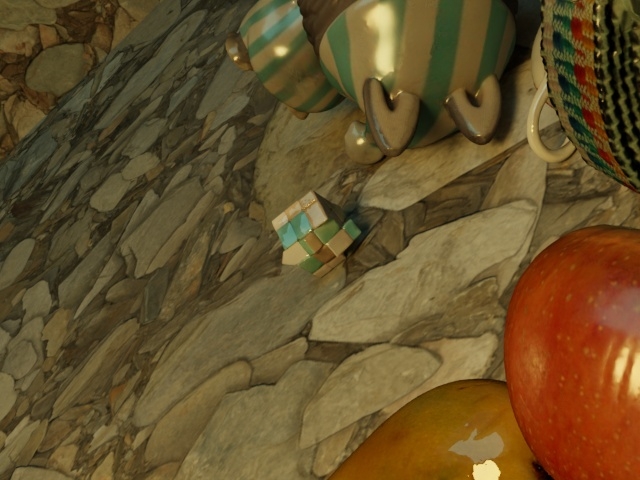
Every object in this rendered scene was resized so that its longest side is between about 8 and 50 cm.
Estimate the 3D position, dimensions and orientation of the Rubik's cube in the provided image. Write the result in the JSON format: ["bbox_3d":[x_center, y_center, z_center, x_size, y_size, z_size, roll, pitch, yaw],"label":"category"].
[{"bbox_3d":[0.000,-0.002,1.362,0.075,0.084,0.073,-50,47,29],"label":"Rubik's cube"}]

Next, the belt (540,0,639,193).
[{"bbox_3d":[0.280,-0.153,0.952,0.207,0.257,0.150,-12,20,-11],"label":"belt"}]

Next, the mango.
[{"bbox_3d":[0.080,0.178,0.911,0.253,0.113,0.138,-34,30,39],"label":"mango"}]

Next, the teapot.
[{"bbox_3d":[0.266,-0.183,1.208,0.245,0.116,0.159,-55,37,-7],"label":"teapot"}]

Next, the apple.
[{"bbox_3d":[0.212,0.088,0.744,0.235,0.210,0.173,-149,76,-74],"label":"apple"}]

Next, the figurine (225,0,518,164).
[{"bbox_3d":[0.044,-0.209,1.397,0.361,0.266,0.377,-38,25,29],"label":"figurine"}]
